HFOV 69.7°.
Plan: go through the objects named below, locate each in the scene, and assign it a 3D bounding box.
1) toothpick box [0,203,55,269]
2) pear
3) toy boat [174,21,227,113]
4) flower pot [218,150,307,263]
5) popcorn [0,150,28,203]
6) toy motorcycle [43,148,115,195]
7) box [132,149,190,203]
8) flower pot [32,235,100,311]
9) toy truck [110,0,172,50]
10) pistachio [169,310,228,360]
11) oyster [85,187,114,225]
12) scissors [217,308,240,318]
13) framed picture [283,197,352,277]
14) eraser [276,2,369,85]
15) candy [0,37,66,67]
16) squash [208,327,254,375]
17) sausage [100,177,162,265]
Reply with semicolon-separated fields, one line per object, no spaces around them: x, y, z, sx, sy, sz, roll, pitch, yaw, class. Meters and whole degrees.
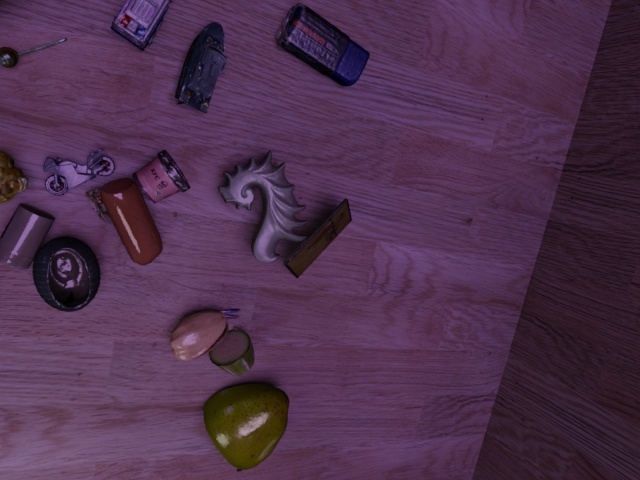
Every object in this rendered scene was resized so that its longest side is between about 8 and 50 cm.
-0.922;-0.011;1.427;0.111;0.111;0.181;29;90;-27;toothpick box
-0.256;0.728;1.849;0.317;0.238;0.343;-37;115;-2;pear
-0.382;-0.578;1.518;0.114;0.122;0.297;16;94;-52;toy boat
-0.194;-0.122;1.673;0.254;0.164;0.368;-30;100;-10;flower pot
-0.956;-0.181;1.348;0.142;0.173;0.174;-35;116;-30;popcorn
-0.775;-0.231;1.458;0.215;0.080;0.123;-29;116;-20;toy motorcycle
-0.535;-0.206;1.536;0.135;0.151;0.151;-30;114;-4;box
-0.812;0.107;1.475;0.189;0.157;0.243;-9;112;-30;flower pot
-0.518;-0.731;1.397;0.124;0.155;0.268;30;90;-27;toy truck
-0.449;0.347;1.707;0.229;0.157;0.158;-29;113;-25;pistachio
-0.700;-0.111;1.528;0.177;0.056;0.106;29;94;-46;oyster
-0.371;0.287;1.804;0.113;0.012;0.039;7;100;-25;scissors
0.000;0.000;1.797;0.014;0.255;0.339;42;83;17;framed picture
0.010;-0.700;1.672;0.331;0.101;0.155;24;93;-26;eraser
-0.850;-0.563;1.356;0.202;0.061;0.061;-31;114;-23;candy
-0.333;0.441;1.788;0.170;0.170;0.123;-35;130;-12;squash
-0.615;-0.056;1.518;0.121;0.121;0.305;-23;128;-17;sausage
